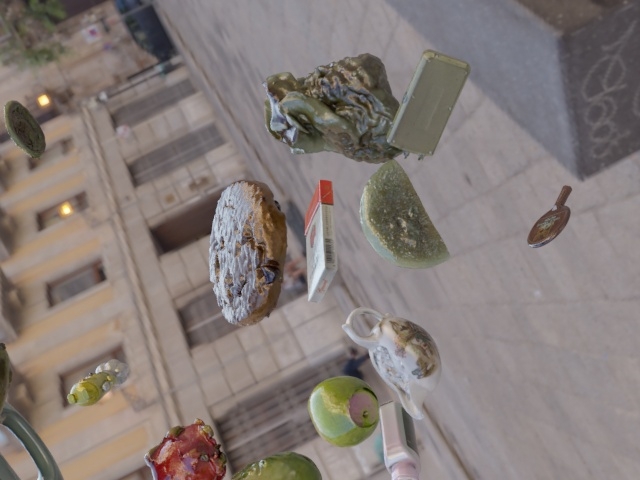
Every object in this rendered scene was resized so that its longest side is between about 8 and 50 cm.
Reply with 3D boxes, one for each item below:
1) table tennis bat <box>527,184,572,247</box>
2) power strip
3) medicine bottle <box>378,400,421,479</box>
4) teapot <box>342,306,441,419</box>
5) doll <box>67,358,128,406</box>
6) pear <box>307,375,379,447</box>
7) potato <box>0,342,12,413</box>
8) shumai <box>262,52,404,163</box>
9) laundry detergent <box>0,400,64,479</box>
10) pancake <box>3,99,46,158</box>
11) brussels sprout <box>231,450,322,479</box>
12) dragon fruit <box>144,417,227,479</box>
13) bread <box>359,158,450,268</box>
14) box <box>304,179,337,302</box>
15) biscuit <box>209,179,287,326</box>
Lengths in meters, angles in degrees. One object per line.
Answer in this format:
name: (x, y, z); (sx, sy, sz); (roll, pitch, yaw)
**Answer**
table tennis bat: (0.515, -0.017, 1.909); (0.119, 0.170, 0.107); (42, 149, -15)
power strip: (0.154, -0.193, 1.350); (0.028, 0.076, 0.169); (-96, 25, -59)
medicine bottle: (0.191, 0.496, 2.195); (0.219, 0.078, 0.115); (-95, -22, -55)
teapot: (0.183, 0.275, 2.191); (0.298, 0.139, 0.204); (49, 152, 16)
doll: (-0.479, 0.309, 2.000); (0.062, 0.106, 0.162); (68, -158, -6)
pear: (0.055, 0.446, 2.405); (0.220, 0.187, 0.187); (-28, 88, 52)
potato: (-0.547, 0.250, 1.379); (0.113, 0.149, 0.251); (70, -160, -46)
shumai: (0.020, -0.206, 1.549); (0.256, 0.218, 0.189); (173, 83, -82)
laundry detergent: (-0.591, 0.337, 1.508); (0.125, 0.264, 0.398); (-31, 83, 59)
pancake: (-0.495, -0.185, 1.550); (0.108, 0.017, 0.108); (58, -162, -32)
brussels sprout: (-0.080, 0.448, 1.593); (0.161, 0.181, 0.144); (89, 164, -54)
dragon fruit: (-0.241, 0.416, 1.613); (0.150, 0.207, 0.133); (34, 163, -24)
bread: (0.125, -0.029, 1.530); (0.193, 0.112, 0.036); (61, 168, 1)
box: (0.000, 0.000, 2.037); (0.139, 0.035, 0.245); (114, 158, -51)
biscuit: (-0.145, 0.021, 1.718); (0.296, 0.075, 0.296); (-176, 90, -66)
